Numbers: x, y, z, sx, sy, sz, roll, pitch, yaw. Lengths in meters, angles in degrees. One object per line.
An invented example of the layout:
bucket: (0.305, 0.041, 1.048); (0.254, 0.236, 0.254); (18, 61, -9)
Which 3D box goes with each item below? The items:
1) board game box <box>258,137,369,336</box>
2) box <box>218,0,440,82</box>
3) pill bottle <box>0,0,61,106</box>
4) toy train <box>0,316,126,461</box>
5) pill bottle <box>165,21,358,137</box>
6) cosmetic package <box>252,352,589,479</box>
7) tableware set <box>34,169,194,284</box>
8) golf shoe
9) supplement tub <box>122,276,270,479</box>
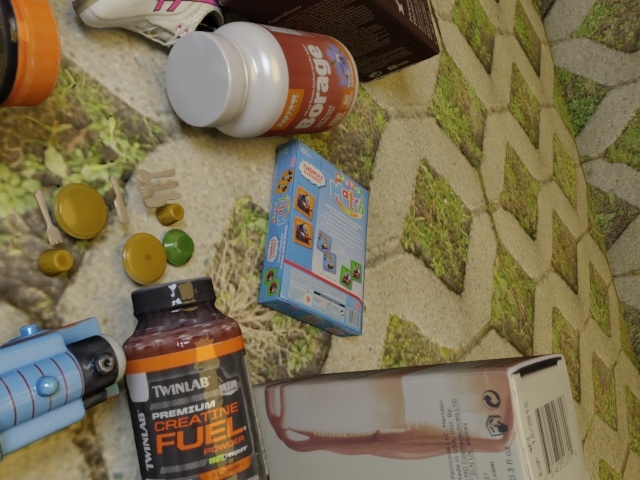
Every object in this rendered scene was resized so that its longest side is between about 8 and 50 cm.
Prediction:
board game box: (0.000, 0.000, 0.723); (0.160, 0.039, 0.211); (31, 56, -43)
box: (0.018, -0.359, 0.746); (0.381, 0.143, 0.191); (-3, 80, -59)
pill bottle: (-0.285, -0.124, 0.325); (0.246, 0.130, 0.130); (-15, 91, -53)
toy train: (-0.211, 0.103, 0.364); (0.184, 0.105, 0.080); (-15, 91, -53)
pill bottle: (-0.060, -0.177, 0.638); (0.216, 0.121, 0.121); (-19, 94, -52)
cosmetic package: (0.077, 0.189, 0.548); (0.153, 0.296, 0.129); (6, 73, -53)
tableware set: (-0.180, -0.006, 0.512); (0.154, 0.024, 0.104); (-23, 100, -54)
golf shoe: (-0.160, -0.234, 0.573); (0.186, 0.067, 0.086); (-43, 114, -50)
supplement tub: (-0.110, 0.134, 0.485); (0.106, 0.106, 0.197); (-7, 84, -53)
